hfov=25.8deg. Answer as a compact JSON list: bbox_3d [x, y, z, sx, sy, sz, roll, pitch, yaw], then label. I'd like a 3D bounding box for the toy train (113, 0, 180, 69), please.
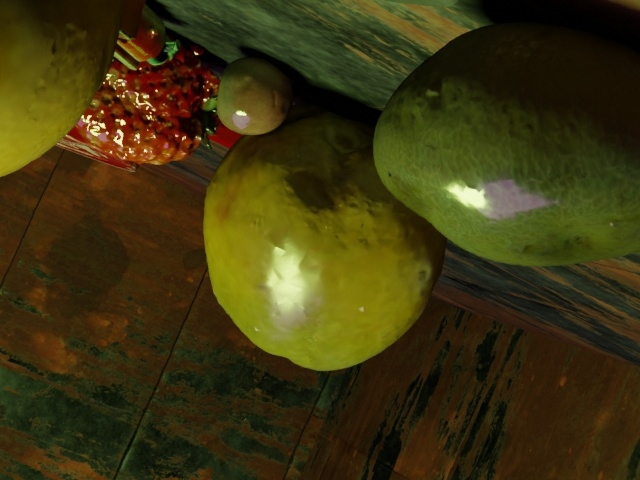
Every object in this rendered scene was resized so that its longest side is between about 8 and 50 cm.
[{"bbox_3d":[-0.205,-0.217,1.378,0.118,0.074,0.176,18,172,22],"label":"toy train"}]

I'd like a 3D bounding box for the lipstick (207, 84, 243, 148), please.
[{"bbox_3d":[-0.024,-0.108,1.749,0.279,0.073,0.073,25,176,-30],"label":"lipstick"}]

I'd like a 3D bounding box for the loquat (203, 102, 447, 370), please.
[{"bbox_3d":[0.000,0.000,1.518,0.276,0.284,0.276,20,-153,-10],"label":"loquat"}]

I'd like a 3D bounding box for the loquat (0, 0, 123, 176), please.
[{"bbox_3d":[-0.282,-0.170,1.061,0.263,0.263,0.263,23,176,2],"label":"loquat"}]

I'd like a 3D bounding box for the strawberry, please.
[{"bbox_3d":[-0.219,-0.155,1.526,0.236,0.107,0.175,19,141,-11],"label":"strawberry"}]

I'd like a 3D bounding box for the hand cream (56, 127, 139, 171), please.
[{"bbox_3d":[-0.300,-0.189,1.708,0.230,0.149,0.230,22,174,3],"label":"hand cream"}]

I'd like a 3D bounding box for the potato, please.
[{"bbox_3d":[0.150,-0.061,0.898,0.235,0.160,0.178,8,-163,13],"label":"potato"}]

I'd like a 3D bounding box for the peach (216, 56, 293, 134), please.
[{"bbox_3d":[-0.067,-0.146,1.428,0.083,0.083,0.083,23,176,2],"label":"peach"}]

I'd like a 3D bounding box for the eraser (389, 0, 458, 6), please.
[{"bbox_3d":[-0.058,-0.215,0.679,0.352,0.061,0.089,26,174,-38],"label":"eraser"}]
